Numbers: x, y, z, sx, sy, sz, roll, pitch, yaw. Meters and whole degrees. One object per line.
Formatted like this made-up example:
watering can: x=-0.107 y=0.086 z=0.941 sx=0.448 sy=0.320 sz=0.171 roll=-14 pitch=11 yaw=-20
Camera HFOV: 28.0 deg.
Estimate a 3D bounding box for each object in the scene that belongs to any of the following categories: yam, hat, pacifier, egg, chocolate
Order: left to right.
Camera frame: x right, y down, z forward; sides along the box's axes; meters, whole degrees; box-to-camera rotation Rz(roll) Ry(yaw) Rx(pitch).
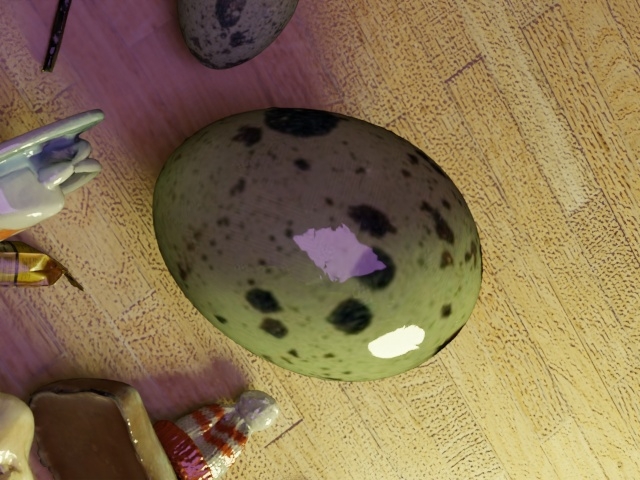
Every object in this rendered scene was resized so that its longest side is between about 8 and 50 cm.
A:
pacifier: x=-0.362 y=-0.107 z=1.270 sx=0.299 sy=0.244 sz=0.233 roll=-23 pitch=100 yaw=16
yam: x=-0.283 y=-0.233 z=1.388 sx=0.014 sy=0.014 sz=0.107 roll=14 pitch=94 yaw=-24
chocolate: x=-0.227 y=0.257 z=1.455 sx=0.083 sy=0.161 sz=0.261 roll=-45 pitch=126 yaw=-50
hat: x=-0.122 y=0.234 z=1.520 sx=0.162 sy=0.093 sz=0.112 roll=-35 pitch=115 yaw=-30
egg: x=-0.092 y=-0.269 z=1.397 sx=0.132 sy=0.132 sz=0.172 roll=19 pitch=102 yaw=-25
egg: x=0.000 y=0.000 z=1.403 sx=0.379 sy=0.287 sz=0.288 roll=32 pitch=88 yaw=-24

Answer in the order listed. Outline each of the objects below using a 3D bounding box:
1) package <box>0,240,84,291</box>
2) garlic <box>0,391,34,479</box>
package: x=-0.325 y=0.028 z=1.392 sx=0.131 sy=0.071 sz=0.047 roll=3 pitch=96 yaw=-21
garlic: x=-0.416 y=0.268 z=1.337 sx=0.281 sy=0.203 sz=0.185 roll=-41 pitch=94 yaw=-7
